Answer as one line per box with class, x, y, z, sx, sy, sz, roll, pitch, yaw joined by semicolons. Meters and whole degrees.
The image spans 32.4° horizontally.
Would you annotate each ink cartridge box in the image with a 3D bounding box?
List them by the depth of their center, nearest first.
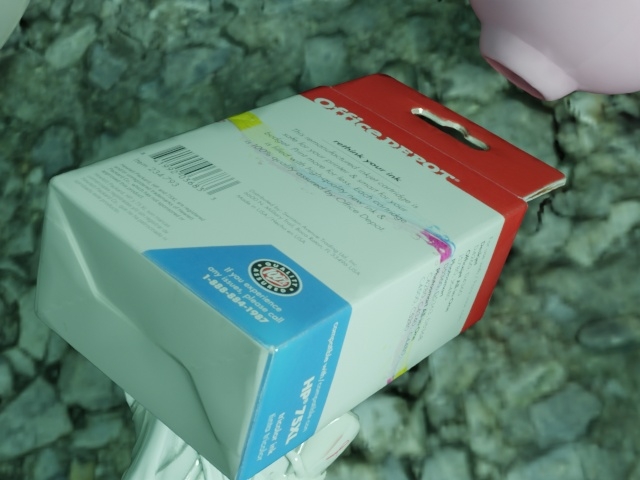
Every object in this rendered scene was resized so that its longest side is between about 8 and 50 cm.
ink cartridge box;0.000;0.000;0.521;0.134;0.231;0.078;34;128;27

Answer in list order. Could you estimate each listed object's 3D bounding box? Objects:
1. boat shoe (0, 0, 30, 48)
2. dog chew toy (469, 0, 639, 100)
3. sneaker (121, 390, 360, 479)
boat shoe;-0.270;-0.245;0.734;0.158;0.127;0.341;2;65;28
dog chew toy;0.186;-0.211;0.502;0.206;0.206;0.332;38;96;27
sneaker;-0.038;0.115;0.534;0.115;0.090;0.232;-8;71;14
